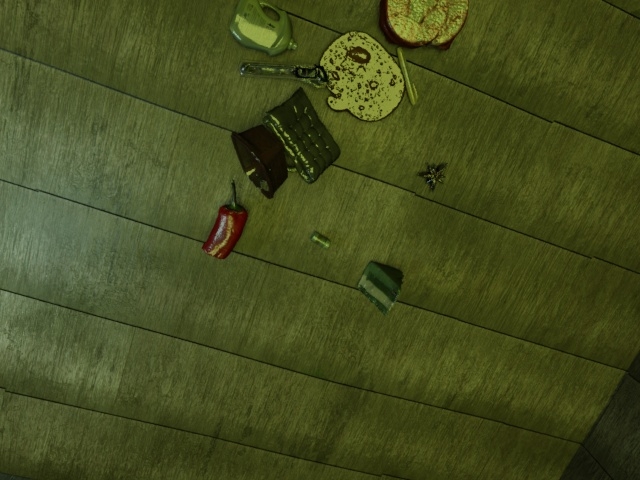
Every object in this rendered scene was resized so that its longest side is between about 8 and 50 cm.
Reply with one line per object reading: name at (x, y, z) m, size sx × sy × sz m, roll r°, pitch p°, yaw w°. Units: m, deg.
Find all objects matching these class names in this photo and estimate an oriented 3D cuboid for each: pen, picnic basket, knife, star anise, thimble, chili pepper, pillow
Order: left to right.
chili pepper at (-0.374, -0.087, 1.840) m, size 0.131 × 0.134 × 0.338 m, roll 28°, pitch 104°, yaw -3°
picnic basket at (-0.220, -0.315, 1.706) m, size 0.129 × 0.297 × 0.222 m, roll -38°, pitch 69°, yaw -14°
knife at (-0.145, -0.656, 1.707) m, size 0.365 × 0.043 × 0.089 m, roll 7°, pitch 109°, yaw 3°
thimble at (-0.130, -0.336, 1.824) m, size 0.084 × 0.062 × 0.110 m, roll -44°, pitch 106°, yaw 6°
pillow at (-0.064, -0.414, 1.730) m, size 0.326 × 0.101 × 0.228 m, roll 53°, pitch 55°, yaw -18°
pen at (0.356, -0.670, 1.780) m, size 0.040 × 0.032 × 0.233 m, roll -26°, pitch 109°, yaw -21°
star anise at (0.503, -0.292, 1.896) m, size 0.129 × 0.056 × 0.124 m, roll -42°, pitch 105°, yaw 8°

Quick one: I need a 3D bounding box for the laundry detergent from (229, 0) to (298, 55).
laundry detergent at (-0.204, -0.801, 1.658) m, size 0.253 × 0.091 × 0.181 m, roll 23°, pitch 98°, yaw -11°

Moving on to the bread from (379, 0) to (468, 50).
bread at (0.393, -0.893, 1.670) m, size 0.328 × 0.114 × 0.295 m, roll 1°, pitch 107°, yaw -4°

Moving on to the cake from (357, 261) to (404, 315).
cake at (0.259, 0.207, 1.925) m, size 0.172 × 0.283 × 0.158 m, roll 23°, pitch 104°, yaw 5°

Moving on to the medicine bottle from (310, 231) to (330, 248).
medicine bottle at (0.000, 0.000, 1.948) m, size 0.083 × 0.047 × 0.047 m, roll 31°, pitch 102°, yaw -12°

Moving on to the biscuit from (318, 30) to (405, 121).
biscuit at (0.157, -0.640, 1.756) m, size 0.314 × 0.063 × 0.367 m, roll -42°, pitch 105°, yaw 12°
